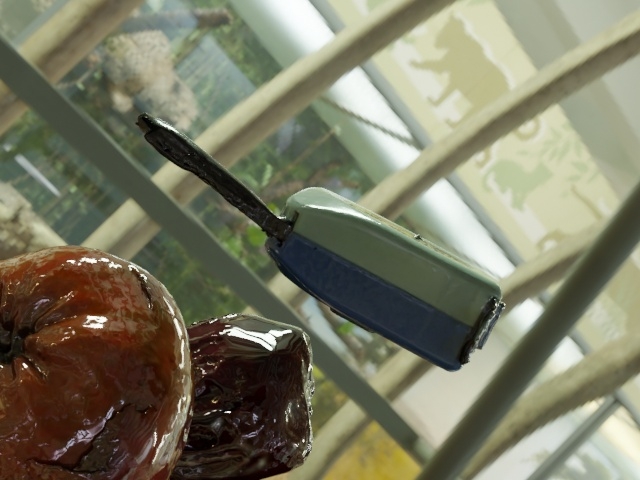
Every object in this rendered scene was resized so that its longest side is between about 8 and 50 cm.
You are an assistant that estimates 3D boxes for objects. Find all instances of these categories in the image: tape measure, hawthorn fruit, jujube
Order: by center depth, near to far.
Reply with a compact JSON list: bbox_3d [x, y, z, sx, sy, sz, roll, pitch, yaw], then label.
[{"bbox_3d":[0.000,0.000,0.904,0.351,0.098,0.215,30,5,10],"label":"tape measure"},{"bbox_3d":[-0.242,0.170,0.924,0.276,0.276,0.308,44,-28,34],"label":"hawthorn fruit"},{"bbox_3d":[-0.175,0.243,1.383,0.258,0.376,0.259,158,-90,-89],"label":"jujube"}]
